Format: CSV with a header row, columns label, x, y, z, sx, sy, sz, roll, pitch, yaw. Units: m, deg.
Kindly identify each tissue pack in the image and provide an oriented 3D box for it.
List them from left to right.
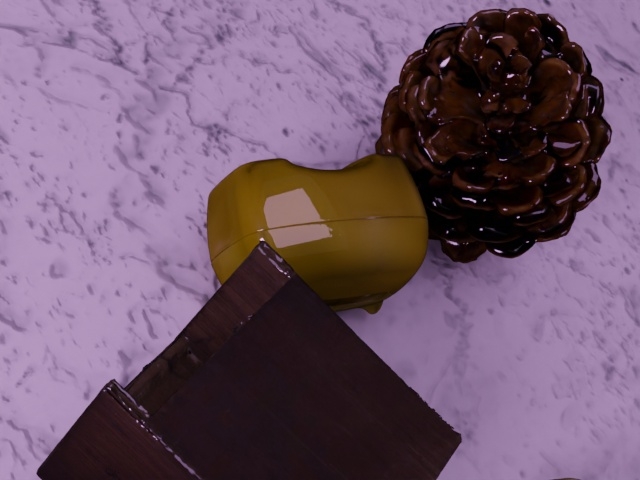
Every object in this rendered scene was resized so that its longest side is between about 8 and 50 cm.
label,x,y,z,sx,sy,sz,roll,pitch,yaw
tissue pack,0.000,0.000,0.841,0.178,0.123,0.127,-6,73,-29

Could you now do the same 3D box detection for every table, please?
label,x,y,z,sx,sy,sz,roll,pitch,yaw
table,-0.053,0.148,0.675,0.193,0.172,0.169,44,47,0

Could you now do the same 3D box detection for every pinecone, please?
label,x,y,z,sx,sy,sz,roll,pitch,yaw
pinecone,0.163,-0.101,0.918,0.224,0.272,0.224,1,72,-2

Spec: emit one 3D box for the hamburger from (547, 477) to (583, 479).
label,x,y,z,sx,sy,sz,roll,pitch,yaw
hamburger,0.180,0.260,0.754,0.185,0.131,0.159,10,50,-19
